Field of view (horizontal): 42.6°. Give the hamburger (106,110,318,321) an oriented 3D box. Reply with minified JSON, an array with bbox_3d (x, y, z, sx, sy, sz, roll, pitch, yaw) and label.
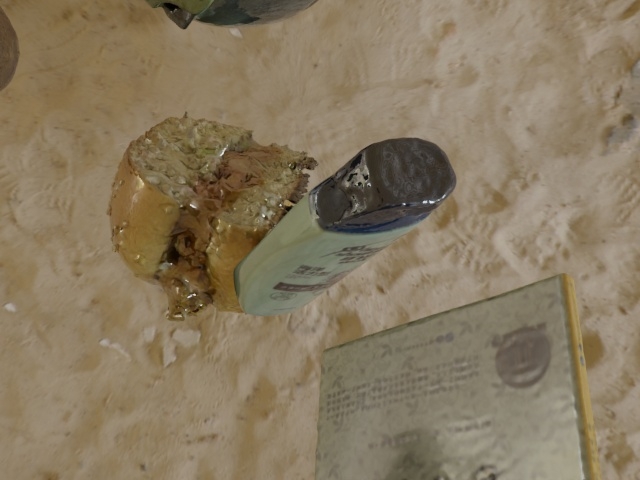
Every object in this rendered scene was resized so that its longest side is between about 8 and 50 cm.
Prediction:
[{"bbox_3d":[-0.178,-0.022,1.264,0.268,0.445,0.287,20,108,-3],"label":"hamburger"}]

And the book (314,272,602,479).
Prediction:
[{"bbox_3d":[0.097,0.234,0.637,0.269,0.389,0.032,-24,142,37],"label":"book"}]

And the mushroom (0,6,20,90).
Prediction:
[{"bbox_3d":[-0.541,-0.321,1.227,0.138,0.231,0.194,-48,65,7],"label":"mushroom"}]

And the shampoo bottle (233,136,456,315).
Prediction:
[{"bbox_3d":[0.000,0.000,0.874,0.134,0.359,0.078,-8,74,-27],"label":"shampoo bottle"}]

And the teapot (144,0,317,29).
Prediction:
[{"bbox_3d":[-0.105,-0.394,0.969,0.239,0.239,0.321,36,130,8],"label":"teapot"}]
